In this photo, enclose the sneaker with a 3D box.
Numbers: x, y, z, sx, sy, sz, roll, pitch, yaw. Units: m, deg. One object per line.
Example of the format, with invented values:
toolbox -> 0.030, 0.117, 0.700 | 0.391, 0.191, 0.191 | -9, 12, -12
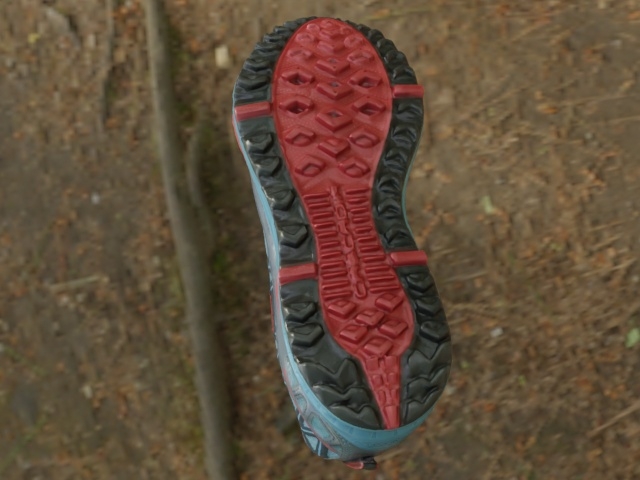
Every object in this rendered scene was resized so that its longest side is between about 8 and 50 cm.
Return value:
sneaker -> 0.000, 0.000, 0.847 | 0.125, 0.104, 0.262 | 108, 161, -58
